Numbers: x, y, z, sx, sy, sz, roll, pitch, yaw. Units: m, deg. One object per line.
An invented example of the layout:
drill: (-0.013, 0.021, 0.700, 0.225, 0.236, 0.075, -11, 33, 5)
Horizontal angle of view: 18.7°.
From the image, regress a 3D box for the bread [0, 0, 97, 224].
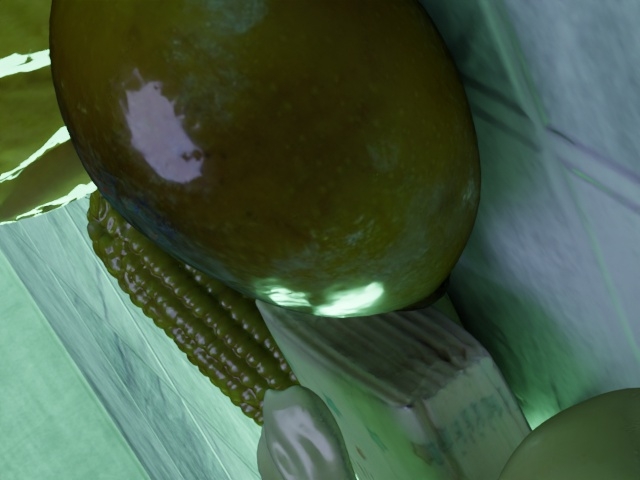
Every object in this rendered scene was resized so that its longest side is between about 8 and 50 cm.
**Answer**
bread: (-0.158, -0.148, 0.903, 0.288, 0.204, 0.156, 72, 174, -58)

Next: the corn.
corn: (-0.046, 0.037, 1.145, 0.262, 0.097, 0.097, 46, 167, 2)

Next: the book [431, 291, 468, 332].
book: (0.000, 0.000, 1.158, 0.289, 0.026, 0.201, 33, 158, 55)

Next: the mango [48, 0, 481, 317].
mango: (-0.012, -0.045, 0.843, 0.193, 0.146, 0.316, 39, 179, 23)

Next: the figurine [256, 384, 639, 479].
figurine: (0.058, 0.165, 0.861, 0.275, 0.226, 0.394, 59, 139, 17)

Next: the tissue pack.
tissue pack: (0.092, 0.162, 1.051, 0.325, 0.071, 0.170, 61, 167, -29)
